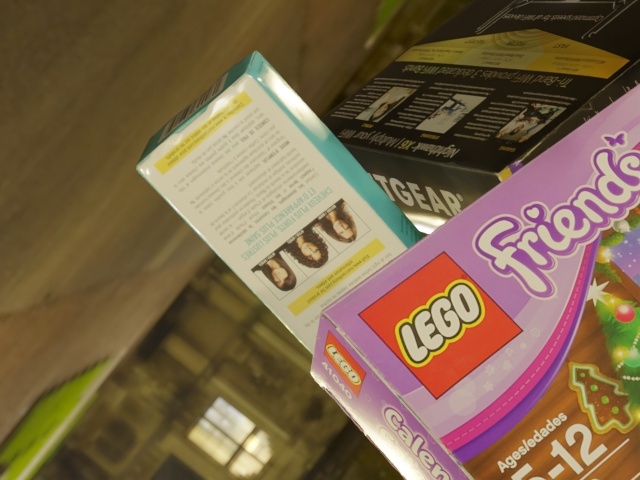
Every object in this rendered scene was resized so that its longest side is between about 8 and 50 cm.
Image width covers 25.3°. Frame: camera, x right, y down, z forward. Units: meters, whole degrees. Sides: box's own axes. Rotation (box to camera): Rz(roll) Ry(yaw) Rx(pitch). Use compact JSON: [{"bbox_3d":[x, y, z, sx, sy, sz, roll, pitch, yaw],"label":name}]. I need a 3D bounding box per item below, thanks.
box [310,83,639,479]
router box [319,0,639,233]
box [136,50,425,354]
[{"bbox_3d":[0.171,0.028,0.501,0.293,0.201,0.057,-35,159,-21],"label":"box"},{"bbox_3d":[0.154,-0.105,1.060,0.243,0.081,0.309,-38,-158,-15],"label":"router box"},{"bbox_3d":[0.000,0.000,0.945,0.100,0.244,0.060,-37,-164,18],"label":"box"}]
